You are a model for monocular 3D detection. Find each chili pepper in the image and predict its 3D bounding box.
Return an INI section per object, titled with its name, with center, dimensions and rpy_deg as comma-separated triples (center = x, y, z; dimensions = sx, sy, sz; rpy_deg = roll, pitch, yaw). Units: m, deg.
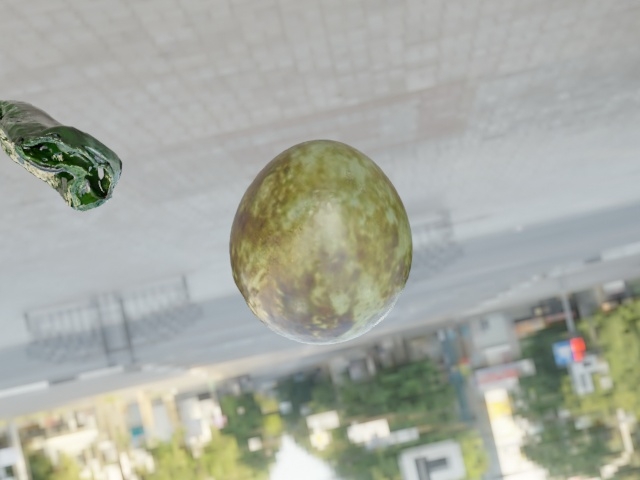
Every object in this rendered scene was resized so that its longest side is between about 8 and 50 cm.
[chili pepper]
center = -0.270, -0.096, 1.462
dimensions = 0.216, 0.062, 0.108
rpy_deg = 29, 165, 48

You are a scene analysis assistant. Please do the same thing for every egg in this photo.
[egg]
center = 0.000, 0.000, 1.955
dimensions = 0.238, 0.238, 0.289
rpy_deg = -12, 141, -7
